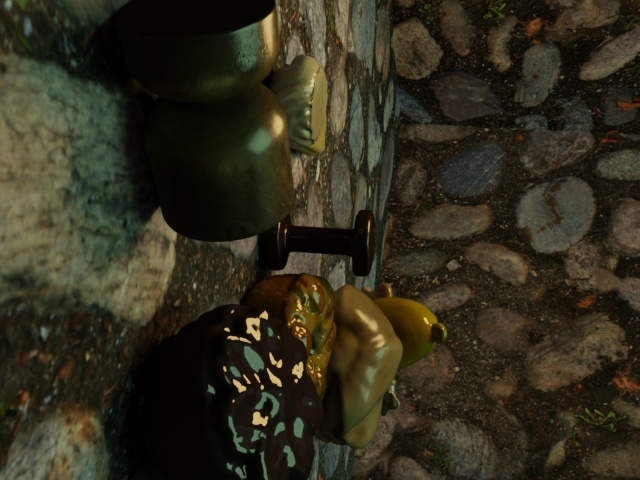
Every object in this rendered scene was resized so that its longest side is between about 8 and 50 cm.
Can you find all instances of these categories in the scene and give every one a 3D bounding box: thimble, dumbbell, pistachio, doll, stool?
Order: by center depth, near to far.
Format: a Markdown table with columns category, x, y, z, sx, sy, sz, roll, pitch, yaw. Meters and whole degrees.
| category | x | y | z | sx | sy | sz | roll | pitch | yaw |
| --- | --- | --- | --- | --- | --- | --- | --- | --- | --- |
| stool | -0.129 | -0.152 | 0.811 | 0.179 | 0.179 | 0.264 | -71 | 161 | -50 |
| thimble | -0.214 | 0.345 | 0.897 | 0.110 | 0.062 | 0.084 | 73 | 25 | -59 |
| dumbbell | 0.000 | 0.000 | 1.371 | 0.124 | 0.226 | 0.140 | -70 | 163 | -60 |
| pistachio | 0.064 | 0.322 | 1.677 | 0.365 | 0.282 | 0.445 | -67 | 156 | -55 |
| doll | 0.152 | 0.289 | 1.929 | 0.161 | 0.423 | 0.347 | 2 | 114 | -46 |

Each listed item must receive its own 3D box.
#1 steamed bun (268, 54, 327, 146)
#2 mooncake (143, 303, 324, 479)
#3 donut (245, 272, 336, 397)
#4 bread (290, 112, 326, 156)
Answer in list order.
| category | x | y | z | sx | sy | sz | roll | pitch | yaw |
| --- | --- | --- | --- | --- | --- | --- | --- | --- | --- |
| steamed bun | -0.051 | -0.273 | 1.317 | 0.183 | 0.106 | 0.182 | 9 | 90 | -78 |
| mooncake | -0.103 | 0.229 | 0.930 | 0.283 | 0.141 | 0.282 | 39 | 40 | -42 |
| donut | -0.063 | 0.206 | 1.347 | 0.299 | 0.150 | 0.317 | -72 | 163 | -47 |
| bread | -0.029 | -0.266 | 1.525 | 0.178 | 0.060 | 0.139 | -15 | 109 | -77 |
